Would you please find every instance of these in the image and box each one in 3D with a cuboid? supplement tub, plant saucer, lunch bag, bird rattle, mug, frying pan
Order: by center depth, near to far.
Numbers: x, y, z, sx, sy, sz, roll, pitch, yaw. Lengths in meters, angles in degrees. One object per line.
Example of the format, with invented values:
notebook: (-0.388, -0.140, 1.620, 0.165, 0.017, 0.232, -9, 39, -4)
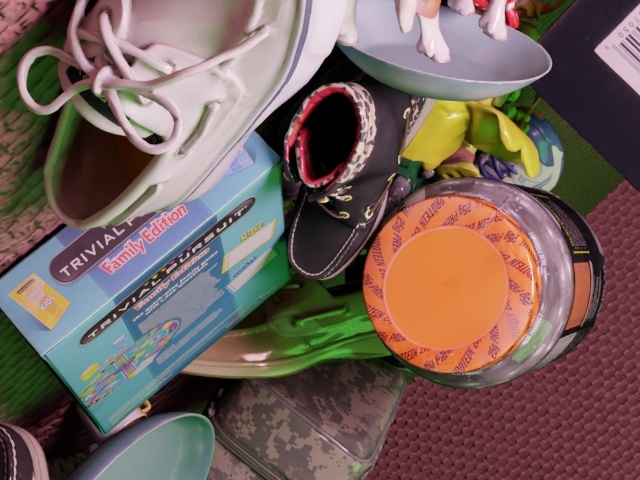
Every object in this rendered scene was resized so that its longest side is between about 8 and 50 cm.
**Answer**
plant saucer: (0.092, -0.152, 1.159, 0.195, 0.195, 0.037, -24, 133, -52)
bird rattle: (0.144, -0.191, 1.339, 0.207, 0.143, 0.253, -86, 179, -76)
frying pan: (0.018, -0.093, 1.415, 0.197, 0.053, 0.326, -39, 165, -17)
supplement tub: (0.169, 0.041, 1.423, 0.207, 0.207, 0.338, -46, 166, 13)
mug: (-0.231, 0.189, 1.537, 0.062, 0.064, 0.078, -45, 166, 7)
plant saucer: (-0.235, 0.313, 1.542, 0.317, 0.044, 0.317, -46, 157, -26)
lunch bag: (-0.054, 0.259, 1.808, 0.256, 0.212, 0.305, -55, -179, 22)

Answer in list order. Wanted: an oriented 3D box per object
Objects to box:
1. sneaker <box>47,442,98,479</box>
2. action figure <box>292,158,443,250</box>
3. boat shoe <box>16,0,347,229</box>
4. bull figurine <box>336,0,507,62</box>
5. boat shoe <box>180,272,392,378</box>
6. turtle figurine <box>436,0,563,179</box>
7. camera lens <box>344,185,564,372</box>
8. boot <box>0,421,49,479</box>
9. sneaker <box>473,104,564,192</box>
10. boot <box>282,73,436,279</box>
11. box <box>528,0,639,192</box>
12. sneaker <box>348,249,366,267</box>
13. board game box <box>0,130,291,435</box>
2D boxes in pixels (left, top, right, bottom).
sneaker: (-0.287, 0.316, 1.655, 0.292, 0.118, 0.110, -22, 157, -51)
action figure: (0.092, -0.079, 1.573, 0.232, 0.137, 0.063, -42, 156, -38)
boat shoe: (-0.113, -0.111, 0.896, 0.156, 0.136, 0.367, -29, 170, -34)
bull figurine: (0.126, -0.252, 1.114, 0.310, 0.101, 0.188, -19, 130, -47)
boat shoe: (-0.027, 0.088, 1.614, 0.341, 0.110, 0.122, -7, -174, -22)
turtle figurine: (0.188, -0.181, 1.535, 0.217, 0.087, 0.269, -56, 160, -26)
camera lens: (0.186, 0.046, 1.819, 0.274, 0.219, 0.219, -9, 149, -32)
boot: (-0.400, 0.311, 1.220, 0.284, 0.138, 0.377, 40, 67, -54)
sneaker: (0.242, -0.070, 1.971, 0.131, 0.112, 0.296, -32, 161, -27)
boot: (0.006, -0.053, 1.222, 0.236, 0.085, 0.178, -62, 166, 23)
box: (0.428, -0.262, 1.468, 0.293, 0.212, 0.395, -48, 177, 38)
sneaker: (0.000, 0.000, 1.636, 0.084, 0.069, 0.185, -7, 172, -8)
board game box: (-0.150, 0.039, 1.293, 0.254, 0.079, 0.336, -40, 165, -12)
